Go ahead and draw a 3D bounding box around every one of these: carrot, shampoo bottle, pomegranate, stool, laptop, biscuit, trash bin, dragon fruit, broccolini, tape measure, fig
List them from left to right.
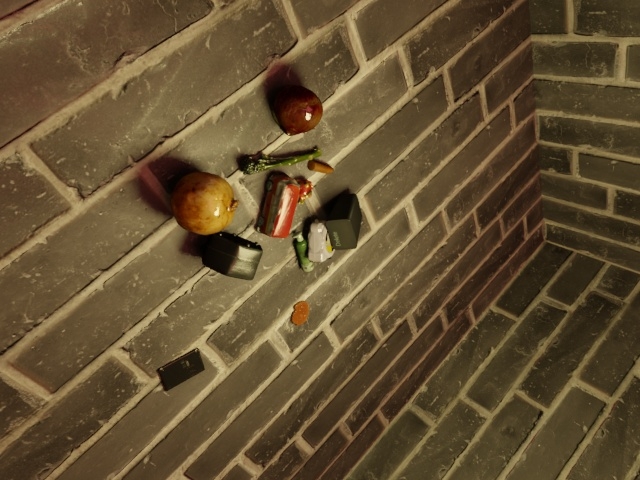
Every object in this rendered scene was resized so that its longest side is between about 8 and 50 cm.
[{"bbox_3d":[-0.579,0.541,1.904,0.180,0.016,0.129,-26,124,-29],"label":"laptop"},{"bbox_3d":[-0.403,-0.130,1.593,0.248,0.248,0.249,-18,121,-34],"label":"pomegranate"},{"bbox_3d":[-0.339,0.052,1.749,0.232,0.232,0.141,15,98,-44],"label":"stool"},{"bbox_3d":[-0.154,-0.337,1.848,0.392,0.078,0.074,-24,113,-40],"label":"broccolini"},{"bbox_3d":[-0.091,-0.495,1.738,0.205,0.205,0.205,-18,121,-34],"label":"fig"},{"bbox_3d":[-0.100,0.357,2.230,0.102,0.019,0.131,-8,114,-39],"label":"biscuit"},{"bbox_3d":[-0.076,-0.208,1.941,0.081,0.086,0.116,24,83,-39],"label":"dragon fruit"},{"bbox_3d":[-0.081,0.049,2.075,0.065,0.065,0.205,-33,128,-26],"label":"shampoo bottle"},{"bbox_3d":[0.002,0.003,2.078,0.178,0.105,0.196,3,88,-63],"label":"tape measure"},{"bbox_3d":[0.009,-0.317,1.993,0.139,0.048,0.048,6,105,-43],"label":"carrot"},{"bbox_3d":[0.116,-0.092,2.078,0.226,0.114,0.165,-71,149,-49],"label":"trash bin"}]

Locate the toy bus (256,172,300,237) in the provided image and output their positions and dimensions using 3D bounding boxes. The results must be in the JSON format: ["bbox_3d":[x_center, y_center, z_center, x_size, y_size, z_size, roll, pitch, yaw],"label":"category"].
[{"bbox_3d":[-0.166,-0.139,1.871,0.121,0.119,0.265,3,108,-43],"label":"toy bus"}]
